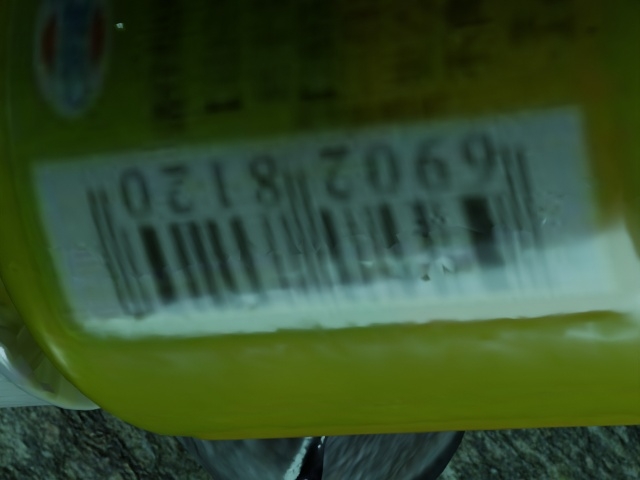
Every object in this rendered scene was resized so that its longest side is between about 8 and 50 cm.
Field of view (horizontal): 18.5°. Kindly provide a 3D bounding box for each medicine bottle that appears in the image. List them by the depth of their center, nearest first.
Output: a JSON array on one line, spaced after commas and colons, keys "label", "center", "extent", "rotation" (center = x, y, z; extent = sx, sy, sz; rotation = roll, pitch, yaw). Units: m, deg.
[{"label": "medicine bottle", "center": [-0.017, -0.041, 0.688], "extent": [0.384, 0.224, 0.224], "rotation": [-6, 163, 26]}]

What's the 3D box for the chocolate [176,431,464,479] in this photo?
[{"label": "chocolate", "center": [0.000, 0.000, 1.078], "extent": [0.213, 0.303, 0.303], "rotation": [33, 178, 19]}]
